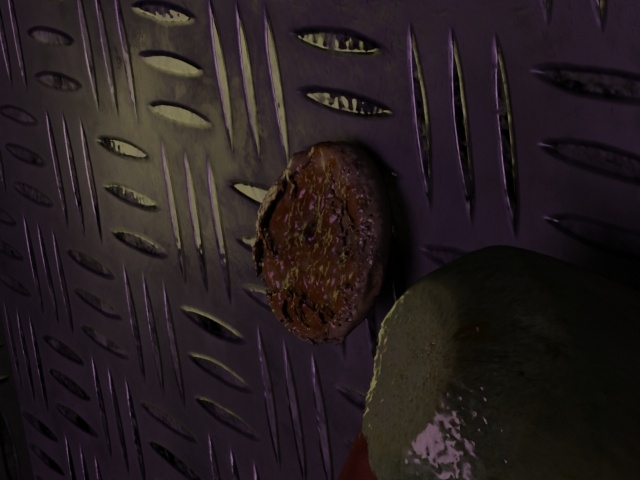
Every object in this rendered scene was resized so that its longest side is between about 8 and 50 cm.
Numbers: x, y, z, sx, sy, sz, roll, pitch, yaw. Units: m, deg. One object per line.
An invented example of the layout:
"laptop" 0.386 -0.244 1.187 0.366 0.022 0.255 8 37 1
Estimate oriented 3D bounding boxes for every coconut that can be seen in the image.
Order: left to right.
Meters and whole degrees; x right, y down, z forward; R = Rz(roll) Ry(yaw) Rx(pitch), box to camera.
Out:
"coconut" 0.209 0.165 1.491 0.281 0.328 0.328 -45 64 36

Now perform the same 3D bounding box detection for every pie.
"pie" 0.000 0.000 1.947 0.274 0.055 0.274 -5 83 54

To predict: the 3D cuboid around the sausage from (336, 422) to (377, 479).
"sausage" 0.054 0.345 2.071 0.094 0.094 0.419 21 140 -1
